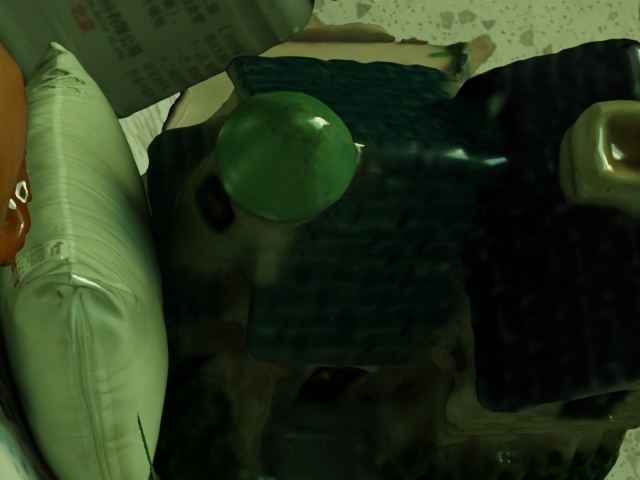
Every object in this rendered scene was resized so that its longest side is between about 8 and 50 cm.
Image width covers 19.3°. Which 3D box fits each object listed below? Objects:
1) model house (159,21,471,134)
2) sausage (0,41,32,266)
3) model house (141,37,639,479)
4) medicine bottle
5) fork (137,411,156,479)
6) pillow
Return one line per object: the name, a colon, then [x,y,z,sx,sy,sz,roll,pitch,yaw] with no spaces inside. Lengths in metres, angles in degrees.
model house: [0.000,0.000,1.322,0.237,0.202,0.237,-76,167,-60]
sausage: [-0.198,-0.117,0.652,0.097,0.094,0.348,-90,160,-45]
model house: [0.064,0.010,1.018,0.284,0.298,0.243,131,-43,-62]
medicine bottle: [-0.079,-0.237,1.223,0.245,0.306,0.245,-25,90,-86]
fork: [-0.063,0.185,0.876,0.039,0.021,0.235,-113,-173,-69]
pillow: [-0.118,0.018,0.932,0.254,0.078,0.144,-106,180,-59]
